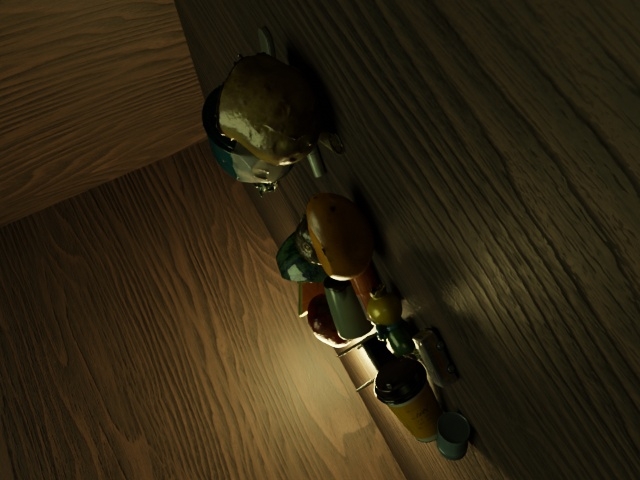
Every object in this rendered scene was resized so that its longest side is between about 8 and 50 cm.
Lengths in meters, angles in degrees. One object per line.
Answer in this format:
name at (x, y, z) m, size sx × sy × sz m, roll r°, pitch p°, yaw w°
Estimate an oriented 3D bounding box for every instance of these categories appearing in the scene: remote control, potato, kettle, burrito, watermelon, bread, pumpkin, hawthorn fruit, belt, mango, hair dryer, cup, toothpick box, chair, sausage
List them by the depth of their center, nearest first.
potato at (-0.103, -0.361, 1.155) m, size 0.237 × 0.301 × 0.289 m, roll 20°, pitch 118°, yaw 27°
burrito at (0.017, -0.299, 1.197) m, size 0.149 × 0.041 × 0.055 m, roll 47°, pitch 174°, yaw 41°
mango at (0.061, -0.021, 1.248) m, size 0.290 × 0.191 × 0.160 m, roll 63°, pitch 162°, yaw -20°
toothpick box at (0.427, 0.632, 1.333) m, size 0.101 × 0.101 × 0.153 m, roll 51°, pitch 161°, yaw 44°
remote control at (-0.171, -0.595, 1.385) m, size 0.077 × 0.022 × 0.245 m, roll 55°, pitch 166°, yaw 25°
sausage at (0.144, 0.123, 1.444) m, size 0.312 × 0.093 × 0.093 m, roll 66°, pitch 167°, yaw -12°
cup at (0.322, 0.558, 1.446) m, size 0.280 × 0.196 × 0.196 m, roll 57°, pitch 170°, yaw -16°
hair dryer at (-0.046, -0.312, 1.447) m, size 0.183 × 0.044 × 0.155 m, roll -132°, pitch 19°, yaw -64°
belt at (-0.259, -0.397, 1.500) m, size 0.173 × 0.300 × 0.436 m, roll 80°, pitch 163°, yaw -53°
chair at (0.236, 0.451, 1.637) m, size 0.272 × 0.166 × 0.188 m, roll -44°, pitch 66°, yaw 32°
pumpkin at (0.000, 0.000, 1.656) m, size 0.219 × 0.162 × 0.219 m, roll 29°, pitch 145°, yaw 23°
kettle at (0.112, 0.240, 1.701) m, size 0.240 × 0.165 × 0.255 m, roll -76°, pitch -32°, yaw -64°
watermelon at (-0.036, 0.113, 1.874) m, size 0.292 × 0.283 × 0.250 m, roll 42°, pitch -149°, yaw -43°
hawthorn fruit at (0.064, 0.391, 1.935) m, size 0.254 × 0.254 × 0.300 m, roll 49°, pitch 150°, yaw 47°
bread at (-0.101, 0.204, 2.281) m, size 0.362 × 0.245 × 0.233 m, roll 57°, pitch 168°, yaw 8°

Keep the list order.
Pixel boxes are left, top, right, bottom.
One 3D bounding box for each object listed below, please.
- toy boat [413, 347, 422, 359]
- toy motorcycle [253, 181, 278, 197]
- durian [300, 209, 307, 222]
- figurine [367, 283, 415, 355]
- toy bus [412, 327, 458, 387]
toy boat at (0.329, 0.364, 1.363) m, size 0.063 × 0.016 × 0.115 m, roll 61°, pitch 168°, yaw 12°
toy motorcycle at (-0.310, -0.364, 2.189) m, size 0.205 × 0.127 × 0.275 m, roll 57°, pitch 163°, yaw 12°
durian at (-0.044, -0.098, 1.747) m, size 0.071 × 0.110 × 0.140 m, roll 41°, pitch 173°, yaw -12°
figurine at (0.222, 0.251, 1.363) m, size 0.234 × 0.127 × 0.185 m, roll 54°, pitch -176°, yaw -2°
toy bus at (0.330, 0.336, 1.182) m, size 0.172 × 0.072 × 0.057 m, roll 64°, pitch 163°, yaw -8°
